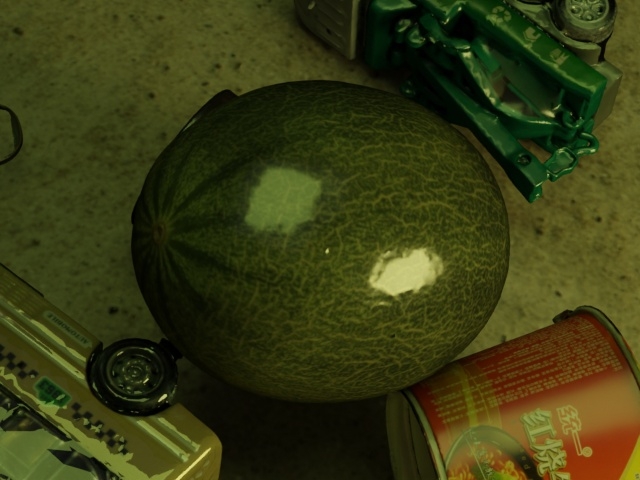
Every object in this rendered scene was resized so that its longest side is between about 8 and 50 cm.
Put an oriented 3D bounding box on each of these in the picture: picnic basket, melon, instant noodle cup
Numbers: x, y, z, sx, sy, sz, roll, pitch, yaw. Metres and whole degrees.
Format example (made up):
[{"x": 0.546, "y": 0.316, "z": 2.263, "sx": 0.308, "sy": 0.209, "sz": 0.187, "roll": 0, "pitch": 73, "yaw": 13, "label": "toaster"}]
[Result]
[{"x": -0.303, "y": -0.088, "z": 1.533, "sx": 0.083, "sy": 0.072, "sz": 0.072, "roll": -14, "pitch": 56, "yaw": -7, "label": "picnic basket"}, {"x": 0.000, "y": 0.000, "z": 1.280, "sx": 0.302, "sy": 0.237, "sz": 0.237, "roll": 0, "pitch": 48, "yaw": -46, "label": "melon"}, {"x": 0.153, "y": 0.169, "z": 1.360, "sx": 0.174, "sy": 0.213, "sz": 0.213, "roll": -13, "pitch": 56, "yaw": -11, "label": "instant noodle cup"}]

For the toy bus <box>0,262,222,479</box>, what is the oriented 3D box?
[{"x": -0.261, "y": 0.123, "z": 1.311, "sx": 0.365, "sy": 0.177, "sz": 0.202, "roll": 35, "pitch": 56, "yaw": 15, "label": "toy bus"}]

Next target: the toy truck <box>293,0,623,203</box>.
[{"x": 0.133, "y": -0.204, "z": 1.663, "sx": 0.178, "sy": 0.176, "sz": 0.363, "roll": -40, "pitch": 70, "yaw": -21, "label": "toy truck"}]

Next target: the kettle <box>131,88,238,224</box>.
[{"x": -0.021, "y": -0.010, "z": 1.512, "sx": 0.232, "sy": 0.144, "sz": 0.202, "roll": 36, "pitch": 24, "yaw": 6, "label": "kettle"}]
